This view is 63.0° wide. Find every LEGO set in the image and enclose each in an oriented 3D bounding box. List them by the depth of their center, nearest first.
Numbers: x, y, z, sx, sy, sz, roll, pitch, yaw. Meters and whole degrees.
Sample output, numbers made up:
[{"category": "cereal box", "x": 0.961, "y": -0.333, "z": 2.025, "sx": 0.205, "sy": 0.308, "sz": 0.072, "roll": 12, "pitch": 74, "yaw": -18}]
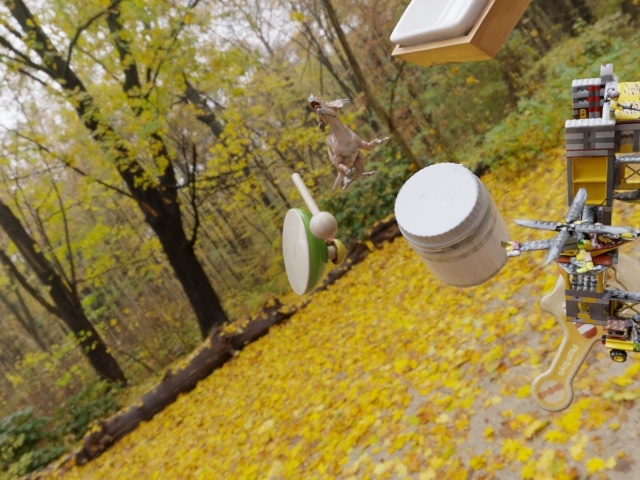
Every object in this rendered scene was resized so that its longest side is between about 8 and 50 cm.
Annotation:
[{"category": "LEGO set", "x": 0.359, "y": -0.056, "z": 0.541, "sx": 0.254, "sy": 0.192, "sz": 0.331, "roll": 10, "pitch": 51, "yaw": 35}]

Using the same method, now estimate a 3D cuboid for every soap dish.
[{"category": "soap dish", "x": 0.287, "y": -0.464, "z": 1.046, "sx": 0.229, "sy": 0.118, "sz": 0.291, "roll": -58, "pitch": 26, "yaw": 1}]

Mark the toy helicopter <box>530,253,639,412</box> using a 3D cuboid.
[{"category": "toy helicopter", "x": 0.550, "y": 0.195, "z": 1.059, "sx": 0.355, "sy": 0.235, "sz": 0.140, "roll": -63, "pitch": -29, "yaw": 1}]

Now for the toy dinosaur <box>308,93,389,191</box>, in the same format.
[{"category": "toy dinosaur", "x": 0.053, "y": -0.255, "z": 1.352, "sx": 0.127, "sy": 0.200, "sz": 0.296, "roll": -33, "pitch": -18, "yaw": -16}]

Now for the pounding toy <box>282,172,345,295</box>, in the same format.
[{"category": "pounding toy", "x": 0.000, "y": 0.000, "z": 1.086, "sx": 0.110, "sy": 0.183, "sz": 0.237, "roll": -5, "pitch": -46, "yaw": -20}]

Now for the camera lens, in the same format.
[{"category": "camera lens", "x": 0.324, "y": -0.028, "z": 1.260, "sx": 0.219, "sy": 0.274, "sz": 0.220, "roll": -18, "pitch": 52, "yaw": 25}]
